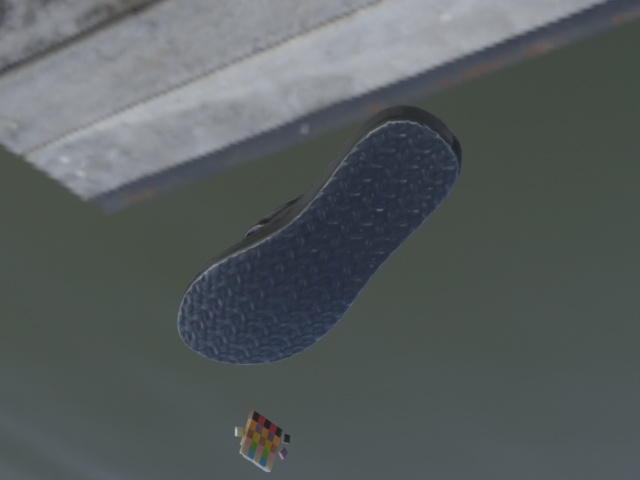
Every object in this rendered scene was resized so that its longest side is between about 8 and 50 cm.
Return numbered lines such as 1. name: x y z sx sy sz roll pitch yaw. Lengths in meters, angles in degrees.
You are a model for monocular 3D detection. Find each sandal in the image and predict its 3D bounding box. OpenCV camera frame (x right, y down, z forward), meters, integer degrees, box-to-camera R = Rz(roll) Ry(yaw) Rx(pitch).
1. sandal: 0.003 0.001 1.794 0.167 0.107 0.445 42 115 -15

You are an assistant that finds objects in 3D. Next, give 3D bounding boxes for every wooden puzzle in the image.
1. wooden puzzle: -0.063 0.213 1.539 0.006 0.049 0.083 -9 143 40
